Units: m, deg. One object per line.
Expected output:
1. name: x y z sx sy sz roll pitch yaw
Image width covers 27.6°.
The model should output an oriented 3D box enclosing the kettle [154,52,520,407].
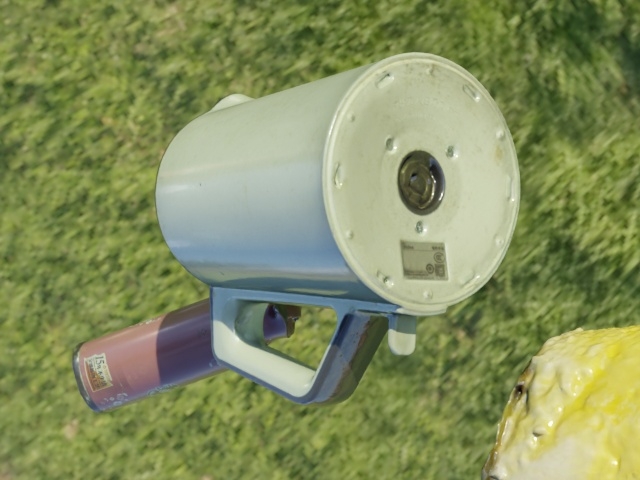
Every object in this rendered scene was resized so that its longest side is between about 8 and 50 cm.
1. kettle: 0.000 0.000 1.421 0.376 0.250 0.361 -2 90 54

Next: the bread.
1. bread: 0.213 0.136 0.856 0.170 0.197 0.197 2 120 30

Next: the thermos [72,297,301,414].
1. thermos: -0.175 0.153 1.860 0.330 0.109 0.136 -20 139 14
